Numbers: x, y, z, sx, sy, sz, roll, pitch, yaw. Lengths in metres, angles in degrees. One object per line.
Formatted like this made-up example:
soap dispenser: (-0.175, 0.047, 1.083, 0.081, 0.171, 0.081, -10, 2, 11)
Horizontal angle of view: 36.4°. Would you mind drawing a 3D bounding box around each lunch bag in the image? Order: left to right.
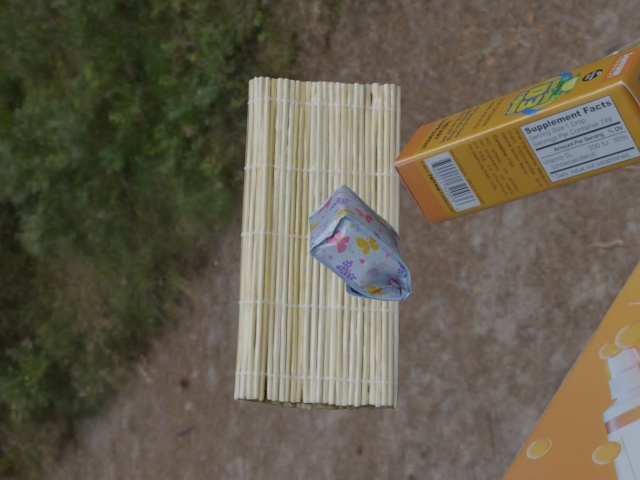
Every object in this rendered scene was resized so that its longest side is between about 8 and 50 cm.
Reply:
lunch bag: (0.033, 0.008, 0.738, 0.053, 0.083, 0.071, -47, 17, 16)

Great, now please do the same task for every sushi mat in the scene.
sushi mat: (0.000, 0.000, 0.919, 0.019, 0.152, 0.316, 94, 177, -79)

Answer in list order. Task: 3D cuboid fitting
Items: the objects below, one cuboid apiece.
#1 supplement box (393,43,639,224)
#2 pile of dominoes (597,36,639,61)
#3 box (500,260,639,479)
supplement box: (0.181, -0.087, 0.836, 0.233, 0.078, 0.080, -15, 116, 40)
pile of dominoes: (0.386, -0.245, 1.012, 0.040, 0.196, 0.251, 66, 167, -1)
box: (0.205, 0.157, 0.432, 0.215, 0.345, 0.168, -11, 121, 52)
